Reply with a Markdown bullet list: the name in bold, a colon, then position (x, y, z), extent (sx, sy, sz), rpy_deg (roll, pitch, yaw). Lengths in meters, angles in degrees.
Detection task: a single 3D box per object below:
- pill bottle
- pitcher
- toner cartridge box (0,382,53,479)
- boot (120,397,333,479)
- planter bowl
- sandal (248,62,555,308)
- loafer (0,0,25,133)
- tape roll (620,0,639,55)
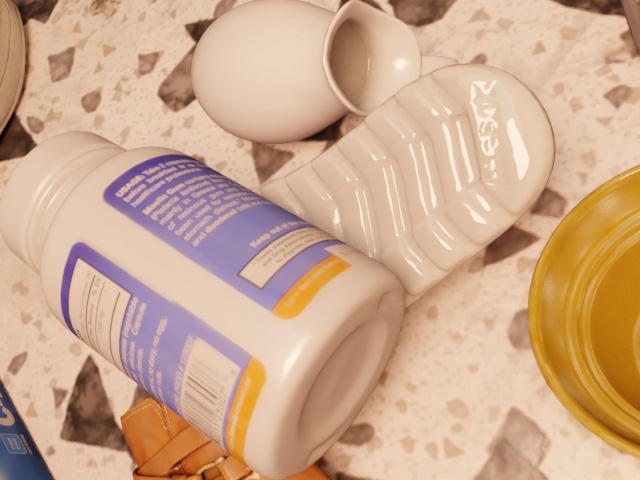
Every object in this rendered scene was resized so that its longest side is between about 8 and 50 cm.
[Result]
- **pill bottle**: position (-0.092, 0.027, 0.523), extent (0.272, 0.152, 0.152), rpy_deg (30, 86, 25)
- **pitcher**: position (0.000, -0.146, 0.660), extent (0.207, 0.177, 0.126), rpy_deg (7, 97, 47)
- **toner cartridge box**: position (-0.331, 0.254, 0.686), extent (0.165, 0.075, 0.348), rpy_deg (-45, 62, 4)
- **boot**: position (-0.021, 0.182, 0.563), extent (0.283, 0.109, 0.220), rpy_deg (-30, 71, 26)
- **planter bowl**: position (0.255, 0.054, 0.491), extent (0.217, 0.090, 0.217), rpy_deg (-18, 52, 25)
- **sandal**: position (0.006, 0.014, 0.614), extent (0.416, 0.102, 0.169), rpy_deg (-27, 83, 30)
- **loafer**: position (-0.415, -0.143, 0.833), extent (0.112, 0.111, 0.320), rpy_deg (2, 73, 23)
- **tape roll**: position (0.247, -0.233, 0.529), extent (0.072, 0.219, 0.219), rpy_deg (-14, 68, 17)
